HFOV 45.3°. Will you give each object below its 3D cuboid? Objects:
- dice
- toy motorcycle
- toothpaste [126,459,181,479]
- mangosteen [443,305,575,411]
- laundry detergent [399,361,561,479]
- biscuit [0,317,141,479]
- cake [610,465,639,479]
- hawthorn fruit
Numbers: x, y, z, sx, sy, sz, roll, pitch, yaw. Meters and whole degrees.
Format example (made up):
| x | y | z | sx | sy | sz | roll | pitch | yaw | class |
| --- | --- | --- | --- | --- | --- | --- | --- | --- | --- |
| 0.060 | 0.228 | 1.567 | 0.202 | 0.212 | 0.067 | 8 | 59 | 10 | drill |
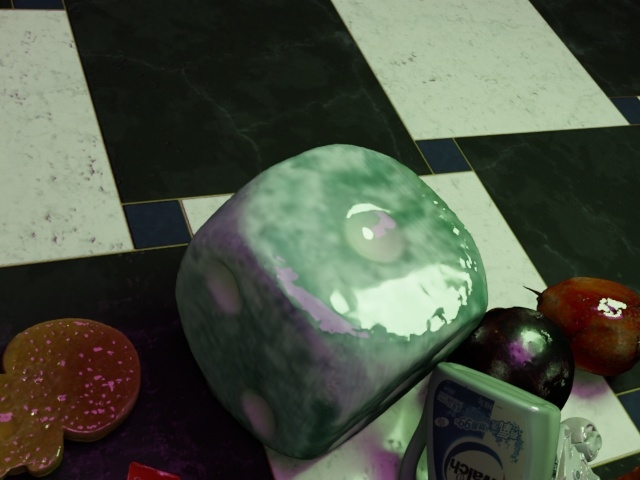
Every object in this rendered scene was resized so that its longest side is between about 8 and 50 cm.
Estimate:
| x | y | z | sx | sy | sz | roll | pitch | yaw | class |
| --- | --- | --- | --- | --- | --- | --- | --- | --- | --- |
| 0.010 | 0.092 | 1.118 | 0.327 | 0.348 | 0.330 | -27 | 70 | -36 | dice |
| 0.356 | 0.356 | 1.158 | 0.112 | 0.112 | 0.254 | 35 | 47 | 11 | toy motorcycle |
| -0.242 | 0.373 | 0.982 | 0.071 | 0.045 | 0.194 | 20 | 41 | -3 | toothpaste |
| 0.282 | 0.193 | 1.236 | 0.211 | 0.212 | 0.250 | -21 | 33 | -33 | mangosteen |
| 0.206 | 0.332 | 1.071 | 0.214 | 0.281 | 0.105 | 20 | 6 | 42 | laundry detergent |
| -0.380 | 0.220 | 1.058 | 0.202 | 0.044 | 0.289 | 34 | 50 | 11 | biscuit |
| 0.565 | 0.453 | 1.053 | 0.319 | 0.269 | 0.270 | 18 | 48 | -7 | cake |
| 0.465 | 0.143 | 1.365 | 0.235 | 0.181 | 0.181 | 22 | 44 | 24 | hawthorn fruit |
